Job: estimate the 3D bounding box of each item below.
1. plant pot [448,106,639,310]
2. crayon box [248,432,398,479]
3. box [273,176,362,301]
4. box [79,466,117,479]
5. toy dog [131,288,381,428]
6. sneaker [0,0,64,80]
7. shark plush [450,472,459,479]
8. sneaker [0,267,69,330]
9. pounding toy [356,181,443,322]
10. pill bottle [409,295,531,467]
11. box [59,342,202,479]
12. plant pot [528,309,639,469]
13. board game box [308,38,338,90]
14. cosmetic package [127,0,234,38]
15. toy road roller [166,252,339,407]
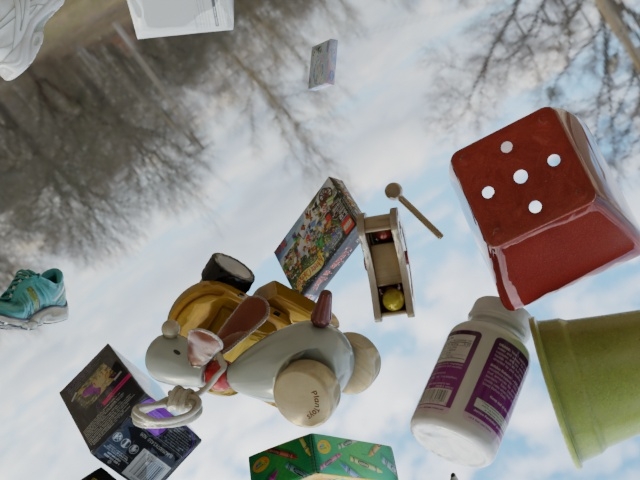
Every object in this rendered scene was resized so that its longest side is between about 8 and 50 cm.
[{"bbox_3d":[0.358,-0.070,1.451,0.267,0.267,0.236,-27,157,16],"label":"plant pot"},{"bbox_3d":[0.010,0.461,1.745,0.165,0.278,0.081,-28,-122,30],"label":"crayon box"},{"bbox_3d":[0.000,0.000,1.886,0.233,0.044,0.159,-53,-136,26],"label":"box"},{"bbox_3d":[-0.309,0.585,1.518,0.322,0.257,0.079,31,-142,26],"label":"box"},{"bbox_3d":[-0.087,0.136,1.153,0.333,0.161,0.220,-1,-168,5],"label":"toy dog"},{"bbox_3d":[-0.456,-0.362,1.299,0.090,0.115,0.232,-12,-126,39],"label":"sneaker"},{"bbox_3d":[0.316,0.607,2.033,0.067,0.161,0.073,-30,-140,21],"label":"shark plush"},{"bbox_3d":[-0.572,0.109,1.646,0.107,0.110,0.275,5,-175,12],"label":"sneaker"},{"bbox_3d":[0.158,0.013,1.660,0.154,0.270,0.154,-9,175,10],"label":"pounding toy"},{"bbox_3d":[0.298,0.260,1.646,0.169,0.169,0.301,-14,-141,52],"label":"pill bottle"},{"bbox_3d":[-0.368,0.336,1.660,0.143,0.165,0.270,-47,-151,-9],"label":"box"},{"bbox_3d":[0.526,0.230,1.506,0.254,0.276,0.276,-19,-159,14],"label":"plant pot"},{"bbox_3d":[0.005,-0.353,1.750,0.090,0.020,0.090,-177,-88,-66],"label":"board game box"},{"bbox_3d":[-0.316,-0.584,1.983,0.224,0.138,0.224,-5,-134,0],"label":"cosmetic package"},{"bbox_3d":[-0.126,0.196,1.589,0.202,0.329,0.240,-57,-162,14],"label":"toy road roller"}]
